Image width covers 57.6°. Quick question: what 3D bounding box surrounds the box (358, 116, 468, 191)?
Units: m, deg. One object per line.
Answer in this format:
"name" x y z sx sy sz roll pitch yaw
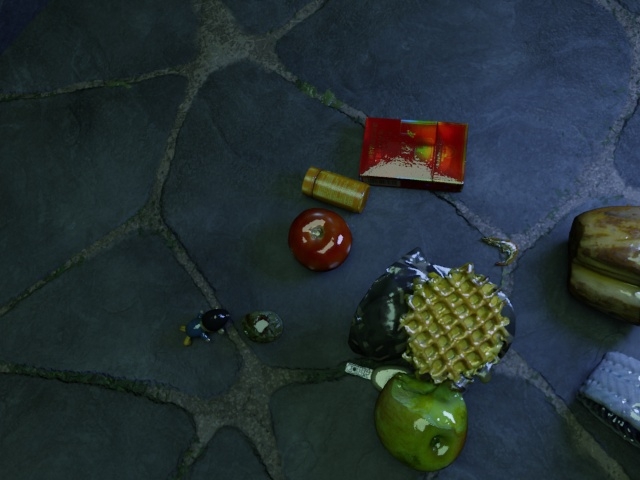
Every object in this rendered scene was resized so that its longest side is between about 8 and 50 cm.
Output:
"box" 0.284 -0.263 1.778 0.313 0.089 0.198 6 75 9

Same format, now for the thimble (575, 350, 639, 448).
"thimble" 0.790 0.404 1.462 0.245 0.217 0.157 35 79 34

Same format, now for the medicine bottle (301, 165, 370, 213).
"medicine bottle" 0.048 -0.155 1.780 0.191 0.096 0.096 20 79 14

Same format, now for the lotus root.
"lotus root" 0.766 0.061 1.521 0.249 0.316 0.316 10 76 27

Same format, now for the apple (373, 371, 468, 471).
"apple" 0.263 0.463 1.498 0.246 0.226 0.246 -1 101 -3

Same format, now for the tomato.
"tomato" 0.000 0.000 1.724 0.195 0.136 0.195 -3 72 9

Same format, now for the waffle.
"waffle" 0.327 0.221 1.437 0.329 0.062 0.329 -1 96 -14

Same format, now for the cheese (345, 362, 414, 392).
"cheese" 0.164 0.385 1.647 0.192 0.037 0.097 15 77 11

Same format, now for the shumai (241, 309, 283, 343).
"shumai" -0.178 0.250 1.710 0.123 0.087 0.099 -3 76 9

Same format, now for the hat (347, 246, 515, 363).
"hat" 0.297 0.232 1.521 0.381 0.257 0.366 20 119 21

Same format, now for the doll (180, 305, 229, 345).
"doll" -0.339 0.252 1.741 0.179 0.089 0.102 -26 71 26

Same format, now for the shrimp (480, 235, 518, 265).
"shrimp" 0.517 0.030 1.698 0.114 0.023 0.083 20 82 9
